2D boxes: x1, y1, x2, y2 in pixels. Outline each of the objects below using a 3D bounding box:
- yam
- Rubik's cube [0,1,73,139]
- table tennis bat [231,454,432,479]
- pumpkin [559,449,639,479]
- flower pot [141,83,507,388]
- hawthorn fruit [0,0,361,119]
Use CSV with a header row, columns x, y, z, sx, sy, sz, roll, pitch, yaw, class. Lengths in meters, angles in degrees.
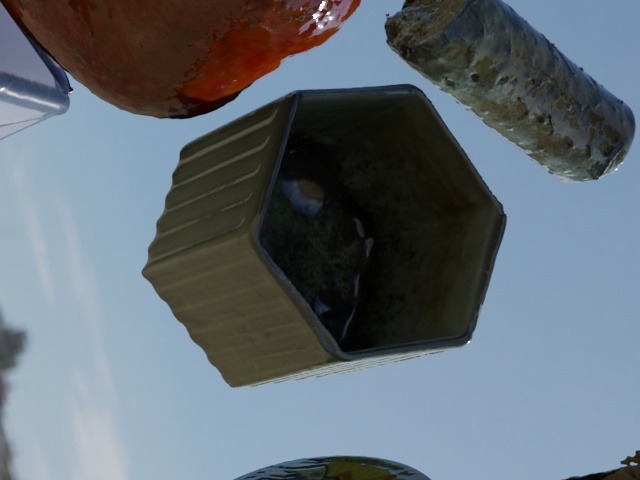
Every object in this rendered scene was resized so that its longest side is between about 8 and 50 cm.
x,y,z,sx,sy,sz,roll,pitch,yaw,class
0.157,-0.133,1.512,0.259,0.093,0.093,32,20,-42,yam
-0.444,-0.211,1.602,0.305,0.307,0.310,70,15,9,Rubik's cube
-0.015,0.225,1.306,0.310,0.200,0.038,-56,140,-70,table tennis bat
0.332,0.246,1.340,0.242,0.325,0.232,9,66,-58,pumpkin
0.000,0.000,1.461,0.239,0.209,0.189,54,-32,-12,flower pot
-0.112,-0.236,1.304,0.299,0.275,0.275,46,-13,-4,hawthorn fruit
